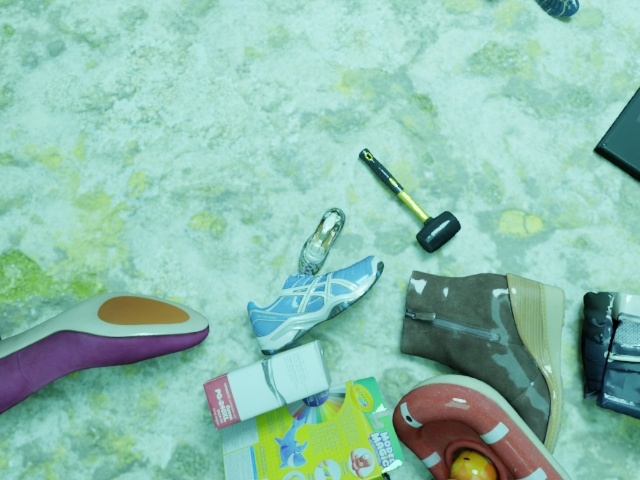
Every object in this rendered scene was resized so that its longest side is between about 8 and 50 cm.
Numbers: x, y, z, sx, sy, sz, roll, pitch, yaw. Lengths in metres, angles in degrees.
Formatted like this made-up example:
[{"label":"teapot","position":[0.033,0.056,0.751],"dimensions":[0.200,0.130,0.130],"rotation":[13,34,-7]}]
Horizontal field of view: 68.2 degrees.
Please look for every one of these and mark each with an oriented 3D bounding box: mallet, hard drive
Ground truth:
[{"label":"mallet","position":[0.118,-0.060,0.702],"dimensions":[0.189,0.039,0.062],"rotation":[42,81,13]},{"label":"hard drive","position":[0.487,-0.162,0.703],"dimensions":[0.094,0.022,0.135],"rotation":[38,84,8]}]

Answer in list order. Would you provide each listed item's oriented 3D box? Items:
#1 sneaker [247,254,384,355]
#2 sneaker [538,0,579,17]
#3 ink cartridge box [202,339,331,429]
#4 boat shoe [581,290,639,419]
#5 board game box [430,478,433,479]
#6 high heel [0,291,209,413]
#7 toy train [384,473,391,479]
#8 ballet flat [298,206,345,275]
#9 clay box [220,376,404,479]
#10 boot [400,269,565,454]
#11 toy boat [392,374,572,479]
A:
[{"label":"sneaker","position":[-0.007,0.075,0.659],"dimensions":[0.211,0.080,0.081],"rotation":[-31,83,-4]},{"label":"sneaker","position":[0.364,-0.413,0.741],"dimensions":[0.058,0.052,0.135],"rotation":[-36,80,-8]},{"label":"ink cartridge box","position":[-0.063,0.187,0.626],"dimensions":[0.150,0.109,0.063],"rotation":[-19,78,0]},{"label":"boat shoe","position":[0.508,0.170,0.604],"dimensions":[0.339,0.127,0.158],"rotation":[10,87,13]},{"label":"board game box","position":[0.192,0.460,0.606],"dimensions":[0.136,0.030,0.260],"rotation":[-43,81,-3]},{"label":"high heel","position":[-0.344,0.177,0.669],"dimensions":[0.376,0.127,0.182],"rotation":[1,109,-1]},{"label":"toy train","position":[0.016,0.321,0.635],"dimensions":[0.158,0.036,0.027],"rotation":[2,80,4]},{"label":"ballet flat","position":[0.000,0.000,0.693],"dimensions":[0.041,0.041,0.115],"rotation":[28,83,8]},{"label":"clay box","position":[-0.013,0.272,0.611],"dimensions":[0.221,0.053,0.128],"rotation":[-18,47,-1]},{"label":"boot","position":[0.214,0.167,0.646],"dimensions":[0.206,0.090,0.249],"rotation":[3,84,18]},{"label":"toy boat","position":[0.176,0.281,0.559],"dimensions":[0.231,0.151,0.151],"rotation":[50,42,11]}]
